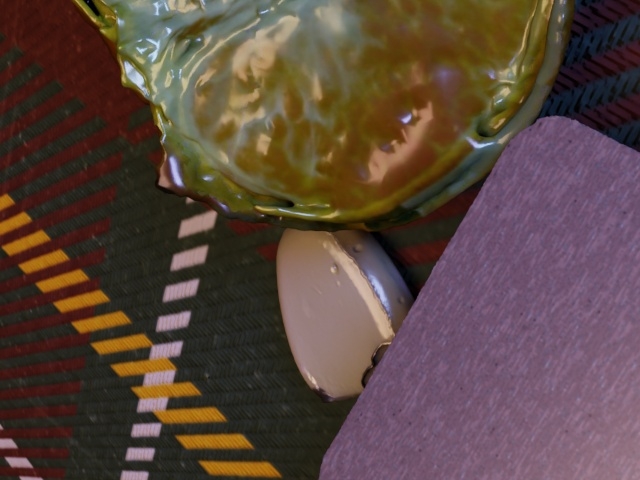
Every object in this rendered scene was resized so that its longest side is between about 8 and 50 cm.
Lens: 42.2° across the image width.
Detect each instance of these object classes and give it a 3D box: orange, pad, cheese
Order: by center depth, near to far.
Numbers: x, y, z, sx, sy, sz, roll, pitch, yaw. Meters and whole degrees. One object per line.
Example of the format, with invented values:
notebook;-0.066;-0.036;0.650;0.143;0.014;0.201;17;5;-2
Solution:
pad;0.108;0.081;0.424;0.176;0.002;0.266;38;105;36
orange;-0.002;-0.172;0.495;0.334;0.196;0.262;52;127;5
cheese;0.000;0.000;0.656;0.127;0.050;0.255;-20;90;45

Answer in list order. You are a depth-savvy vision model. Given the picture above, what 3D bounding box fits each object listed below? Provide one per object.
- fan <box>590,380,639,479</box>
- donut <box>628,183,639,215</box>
fan;0.191;0.109;0.384;0.131;0.009;0.240;31;107;22
donut;0.250;-0.012;0.393;0.217;0.085;0.141;-18;91;44
